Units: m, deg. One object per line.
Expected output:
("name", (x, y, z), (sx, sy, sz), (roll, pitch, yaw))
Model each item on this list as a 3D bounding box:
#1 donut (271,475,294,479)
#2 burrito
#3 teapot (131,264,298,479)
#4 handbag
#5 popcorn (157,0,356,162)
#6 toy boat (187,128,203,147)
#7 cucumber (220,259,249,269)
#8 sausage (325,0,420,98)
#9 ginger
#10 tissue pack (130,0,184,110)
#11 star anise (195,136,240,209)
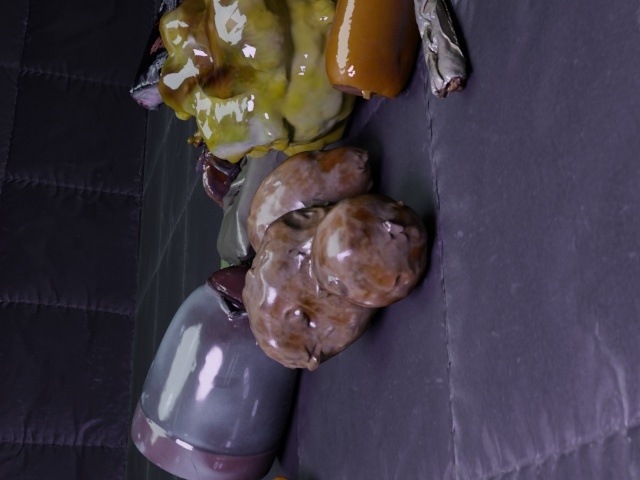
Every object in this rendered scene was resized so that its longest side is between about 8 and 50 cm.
("donut", (-0.038, 0.415, 1.283), (0.178, 0.065, 0.162), (-118, 43, -62))
("burrito", (0.130, -0.228, 1.032), (0.045, 0.041, 0.186), (102, 166, -46))
("teapot", (-0.133, 0.182, 1.472), (0.315, 0.233, 0.312), (-44, -26, -76))
("handbag", (-0.095, -0.100, 1.555), (0.253, 0.109, 0.316), (150, 136, -73))
("popcorn", (-0.063, -0.270, 1.277), (0.312, 0.312, 0.312), (-173, 90, -72))
("toy boat", (-0.258, -0.350, 2.194), (0.141, 0.099, 0.318), (128, 148, -52))
("cucumber", (-0.159, 0.079, 1.783), (0.115, 0.062, 0.117), (-128, 41, -68))
("sausage", (0.079, -0.335, 1.114), (0.112, 0.112, 0.328), (-149, 67, -71))
("ginger", (0.000, 0.000, 1.165), (0.256, 0.176, 0.375), (-57, 24, 17))
("tissue pack", (-0.309, -0.471, 2.167), (0.245, 0.123, 0.333), (-17, 51, 37))
("star anise", (-0.214, -0.184, 2.018), (0.229, 0.093, 0.236), (149, 122, -61))
